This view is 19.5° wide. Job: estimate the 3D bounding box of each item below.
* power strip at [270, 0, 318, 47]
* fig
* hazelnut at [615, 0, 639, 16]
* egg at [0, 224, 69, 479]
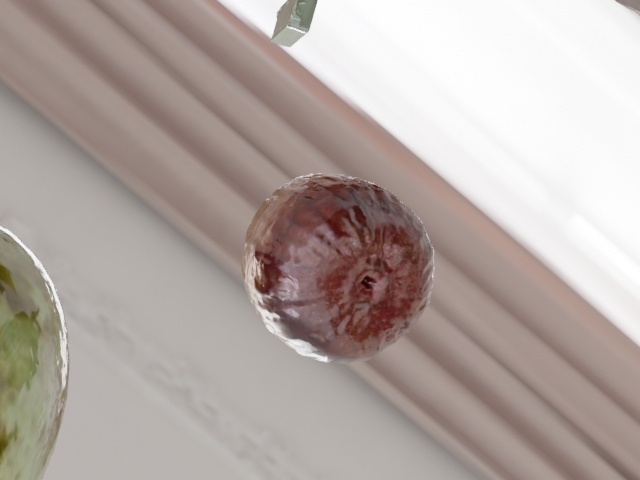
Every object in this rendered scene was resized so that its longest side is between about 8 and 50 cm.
[{"bbox_3d":[-0.017,-0.143,1.207,0.083,0.017,0.027,165,-58,-80],"label":"power strip"},{"bbox_3d":[0.012,0.003,1.126,0.119,0.119,0.153,-48,-165,24],"label":"fig"},{"bbox_3d":[0.255,-0.265,0.845,0.359,0.359,0.409,-48,-136,32],"label":"hazelnut"},{"bbox_3d":[-0.260,0.085,1.030,0.238,0.238,0.289,-46,-177,44],"label":"egg"}]
